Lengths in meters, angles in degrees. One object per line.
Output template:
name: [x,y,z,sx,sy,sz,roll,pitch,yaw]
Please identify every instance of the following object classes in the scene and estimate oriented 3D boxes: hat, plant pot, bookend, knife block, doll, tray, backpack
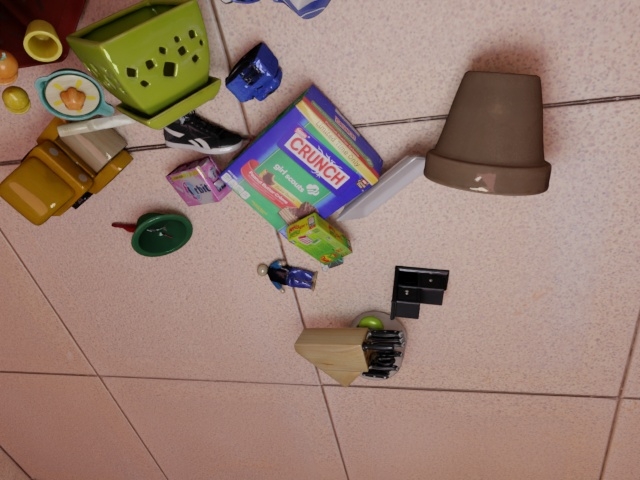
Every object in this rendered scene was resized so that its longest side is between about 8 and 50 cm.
hat: [-0.521,-0.067,1.474,0.208,0.183,0.173,-15,142,-27]
plant pot: [-0.704,-0.552,1.028,0.235,0.267,0.267,43,125,-2]
plant pot: [-0.365,-0.380,1.043,0.227,0.228,0.207,29,150,43]
plant pot: [0.365,-0.233,1.014,0.263,0.263,0.229,8,111,8]
bookend: [0.280,0.152,1.353,0.156,0.157,0.072,5,127,11]
knife block: [0.094,0.300,1.390,0.275,0.088,0.242,36,122,1]
doll: [-0.107,0.113,1.489,0.189,0.046,0.129,13,127,4]
tray: [0.162,-0.135,1.202,0.270,0.145,0.030,-38,75,33]
backpack: [-0.156,-0.373,1.112,0.120,0.098,0.101,-28,119,28]

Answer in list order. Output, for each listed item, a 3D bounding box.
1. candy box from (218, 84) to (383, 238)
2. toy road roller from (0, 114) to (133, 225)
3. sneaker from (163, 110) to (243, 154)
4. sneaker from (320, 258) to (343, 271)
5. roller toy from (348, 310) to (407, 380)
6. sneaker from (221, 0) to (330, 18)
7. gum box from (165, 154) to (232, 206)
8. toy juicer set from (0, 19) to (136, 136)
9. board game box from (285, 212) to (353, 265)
candy box: [-0.048,-0.181,1.210,0.317,0.122,0.268,-35,114,31]
toy road roller: [-0.698,-0.183,1.294,0.329,0.241,0.202,-31,114,30]
sneaker: [-0.307,-0.292,1.219,0.216,0.079,0.121,6,128,11]
sneaker: [0.025,0.012,1.384,0.076,0.065,0.167,-13,126,2]
roller toy: [0.171,0.329,1.515,0.191,0.146,0.209,39,123,-2]
sneaker: [-0.110,-0.525,0.948,0.315,0.127,0.182,52,144,13]
gum box: [-0.323,-0.156,1.287,0.188,0.062,0.107,-2,130,48]
toy juicer set: [-0.601,-0.318,1.103,0.209,0.089,0.329,-26,149,2]
board game box: [0.000,0.000,1.264,0.092,0.043,0.181,-26,144,22]
